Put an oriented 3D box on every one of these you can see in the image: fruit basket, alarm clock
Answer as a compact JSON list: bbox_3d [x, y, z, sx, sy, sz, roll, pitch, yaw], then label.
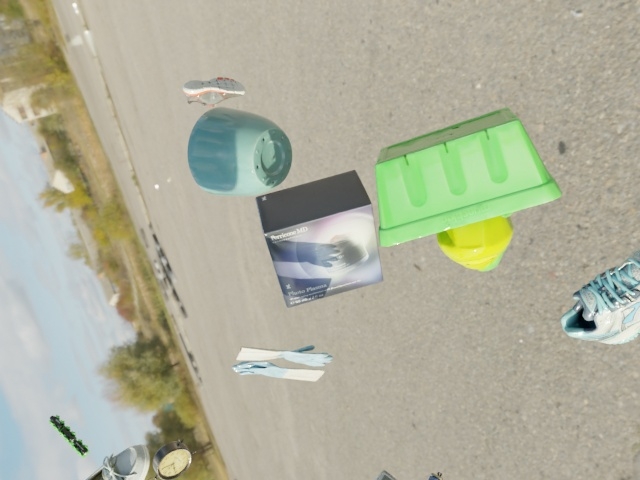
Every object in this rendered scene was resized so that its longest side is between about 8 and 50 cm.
[{"bbox_3d":[0.315,-0.063,1.253,0.283,0.391,0.392,-65,-39,-67],"label":"fruit basket"},{"bbox_3d":[-0.540,0.791,2.049,0.064,0.192,0.129,25,155,46],"label":"alarm clock"}]

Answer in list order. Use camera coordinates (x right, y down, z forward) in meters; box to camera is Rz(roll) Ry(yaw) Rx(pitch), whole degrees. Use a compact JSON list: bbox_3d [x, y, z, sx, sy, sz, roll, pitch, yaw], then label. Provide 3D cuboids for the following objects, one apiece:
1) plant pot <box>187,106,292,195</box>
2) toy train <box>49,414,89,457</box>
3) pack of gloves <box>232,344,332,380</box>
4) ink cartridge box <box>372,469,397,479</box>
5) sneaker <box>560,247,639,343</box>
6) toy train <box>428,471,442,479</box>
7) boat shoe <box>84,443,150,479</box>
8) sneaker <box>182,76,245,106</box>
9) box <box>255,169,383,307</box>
[{"bbox_3d":[-0.234,-0.272,1.844,0.235,0.293,0.293,13,127,37],"label":"plant pot"},{"bbox_3d":[-0.379,0.295,0.874,0.083,0.017,0.024,37,144,17],"label":"toy train"},{"bbox_3d":[-0.094,0.288,1.417,0.195,0.231,0.046,121,153,-56],"label":"pack of gloves"},{"bbox_3d":[0.089,0.750,1.510,0.060,0.275,0.239,35,148,12],"label":"ink cartridge box"},{"bbox_3d":[0.494,0.095,0.952,0.283,0.122,0.110,98,168,-52],"label":"sneaker"},{"bbox_3d":[0.200,0.523,1.114,0.036,0.158,0.027,33,162,-34],"label":"toy train"},{"bbox_3d":[-0.618,0.699,1.645,0.118,0.320,0.103,55,-172,37],"label":"boat shoe"},{"bbox_3d":[-0.273,-0.378,1.495,0.065,0.157,0.061,98,168,-48],"label":"sneaker"},{"bbox_3d":[0.000,0.000,1.625,0.183,0.296,0.294,-109,4,-50],"label":"box"}]
